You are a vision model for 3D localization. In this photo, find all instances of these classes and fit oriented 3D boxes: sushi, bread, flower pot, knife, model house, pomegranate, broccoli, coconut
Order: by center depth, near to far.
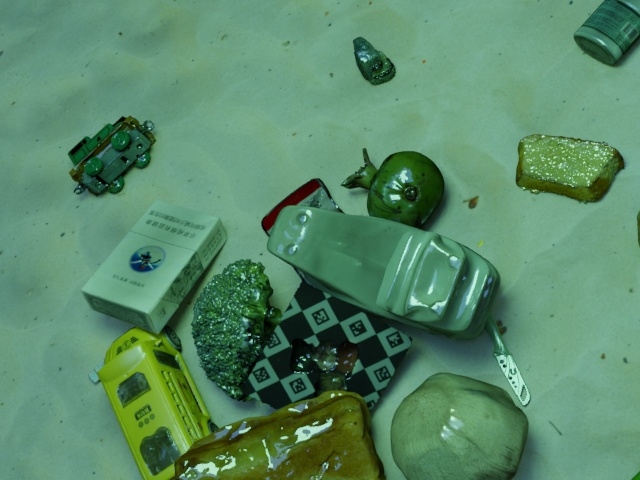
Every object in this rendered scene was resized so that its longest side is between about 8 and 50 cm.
[{"bbox_3d":[0.225,0.314,1.271,0.224,0.224,0.224,-6,69,17],"label":"coconut"},{"bbox_3d":[-0.066,0.377,1.325,0.344,0.149,0.195,-18,90,-7],"label":"bread"},{"bbox_3d":[0.111,0.046,1.359,0.368,0.254,0.164,18,87,21],"label":"flower pot"},{"bbox_3d":[0.308,0.187,1.385,0.030,0.014,0.207,-26,66,7],"label":"knife"},{"bbox_3d":[0.011,0.209,1.405,0.220,0.047,0.231,28,103,-6],"label":"sushi"},{"bbox_3d":[0.436,-0.131,1.431,0.187,0.065,0.103,16,72,22],"label":"bread"},{"bbox_3d":[-0.147,0.165,1.469,0.176,0.198,0.226,-34,91,-32],"label":"broccoli"},{"bbox_3d":[0.131,-0.102,1.490,0.191,0.131,0.152,35,88,34],"label":"pomegranate"},{"bbox_3d":[0.104,-0.364,1.616,0.066,0.083,0.078,-32,63,4],"label":"model house"}]

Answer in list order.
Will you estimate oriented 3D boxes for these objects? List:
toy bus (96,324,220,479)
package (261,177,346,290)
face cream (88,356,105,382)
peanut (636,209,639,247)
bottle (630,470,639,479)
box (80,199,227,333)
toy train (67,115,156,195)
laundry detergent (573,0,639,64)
[{"bbox_3d":[-0.307,0.297,1.485,0.144,0.152,0.330,-35,64,6],"label":"toy bus"},{"bbox_3d":[0.000,0.000,1.549,0.154,0.030,0.239,-38,68,1],"label":"package"},{"bbox_3d":[-0.418,0.238,1.618,0.115,0.020,0.038,-44,63,-3],"label":"face cream"},{"bbox_3d":[0.643,-0.110,1.297,0.174,0.158,0.340,21,82,3],"label":"peanut"},{"bbox_3d":[0.460,0.404,1.224,0.187,0.069,0.069,-42,63,-2],"label":"bottle"},{"bbox_3d":[-0.320,0.045,1.574,0.164,0.069,0.256,16,53,24],"label":"box"},{"bbox_3d":[-0.459,-0.192,1.749,0.228,0.091,0.136,-45,53,0],"label":"toy train"},{"bbox_3d":[0.576,-0.433,1.482,0.225,0.070,0.099,-49,57,-1],"label":"laundry detergent"}]
